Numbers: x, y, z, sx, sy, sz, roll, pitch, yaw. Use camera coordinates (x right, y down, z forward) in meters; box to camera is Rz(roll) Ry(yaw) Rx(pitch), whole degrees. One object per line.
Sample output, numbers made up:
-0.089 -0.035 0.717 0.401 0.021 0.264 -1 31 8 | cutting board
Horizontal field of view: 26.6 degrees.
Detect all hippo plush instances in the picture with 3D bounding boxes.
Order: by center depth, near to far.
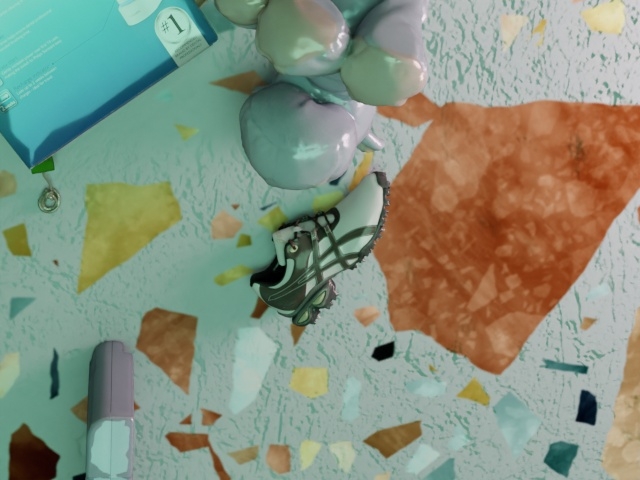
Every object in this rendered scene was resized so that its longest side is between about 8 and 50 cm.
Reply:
-0.014 -0.189 1.332 0.234 0.294 0.236 29 133 -2 | hippo plush

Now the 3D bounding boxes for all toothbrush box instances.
-0.267 -0.252 1.238 0.216 0.126 0.295 -36 112 -1 | toothbrush box

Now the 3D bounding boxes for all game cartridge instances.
-0.233 0.283 1.485 0.060 0.196 0.294 0 114 -12 | game cartridge

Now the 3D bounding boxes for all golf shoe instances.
0.000 0.000 1.471 0.094 0.077 0.198 28 105 -21 | golf shoe

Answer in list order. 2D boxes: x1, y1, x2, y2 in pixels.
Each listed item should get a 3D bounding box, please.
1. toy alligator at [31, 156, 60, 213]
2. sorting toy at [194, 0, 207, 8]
-0.289 -0.105 1.376 0.056 0.051 0.189 -9 115 -7 | toy alligator
-0.124 -0.271 1.356 0.083 0.012 0.062 -43 115 10 | sorting toy
